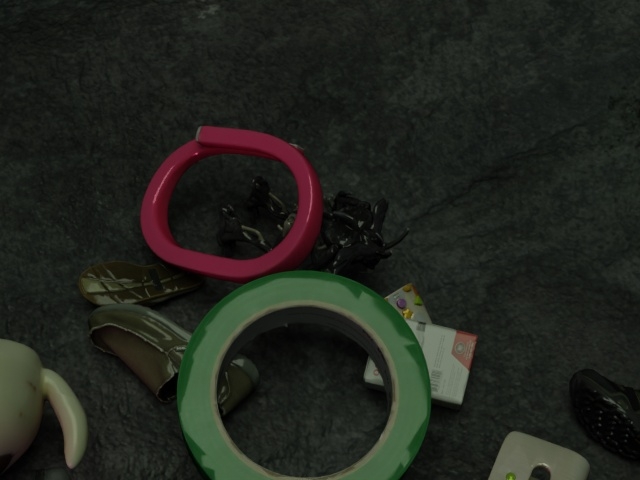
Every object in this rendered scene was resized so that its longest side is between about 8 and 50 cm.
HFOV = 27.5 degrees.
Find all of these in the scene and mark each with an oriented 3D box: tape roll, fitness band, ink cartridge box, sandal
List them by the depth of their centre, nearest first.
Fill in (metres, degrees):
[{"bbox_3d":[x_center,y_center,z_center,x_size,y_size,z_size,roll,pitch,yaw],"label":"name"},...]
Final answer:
[{"bbox_3d":[-0.022,0.200,1.666,0.321,0.077,0.321,1,69,-3],"label":"tape roll"},{"bbox_3d":[0.135,0.164,1.759,0.135,0.056,0.099,13,74,9],"label":"ink cartridge box"},{"bbox_3d":[-0.124,-0.049,1.799,0.291,0.054,0.209,10,78,33],"label":"fitness band"},{"bbox_3d":[-0.251,0.065,1.846,0.180,0.049,0.072,-9,62,-23],"label":"sandal"}]

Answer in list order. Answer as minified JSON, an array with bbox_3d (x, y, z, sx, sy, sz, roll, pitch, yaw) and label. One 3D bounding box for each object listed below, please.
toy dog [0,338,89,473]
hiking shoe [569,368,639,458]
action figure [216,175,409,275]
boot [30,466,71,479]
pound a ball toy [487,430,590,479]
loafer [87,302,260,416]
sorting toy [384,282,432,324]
[{"bbox_3d":[-0.520,0.300,1.588,0.395,0.284,0.408,23,60,-7],"label":"toy dog"},{"bbox_3d":[0.436,0.234,1.723,0.227,0.086,0.114,36,50,15],"label":"hiking shoe"},{"bbox_3d":[0.000,0.000,1.833,0.276,0.141,0.164,16,55,29],"label":"action figure"},{"bbox_3d":[-0.184,0.386,1.468,0.223,0.118,0.338,-20,89,-5],"label":"boot"},{"bbox_3d":[0.230,0.385,1.538,0.136,0.208,0.319,20,58,13],"label":"pound a ball toy"},{"bbox_3d":[-0.208,0.162,1.750,0.251,0.094,0.087,20,55,12],"label":"loafer"},{"bbox_3d":[0.120,0.107,1.824,0.083,0.045,0.075,-31,81,-18],"label":"sorting toy"}]
